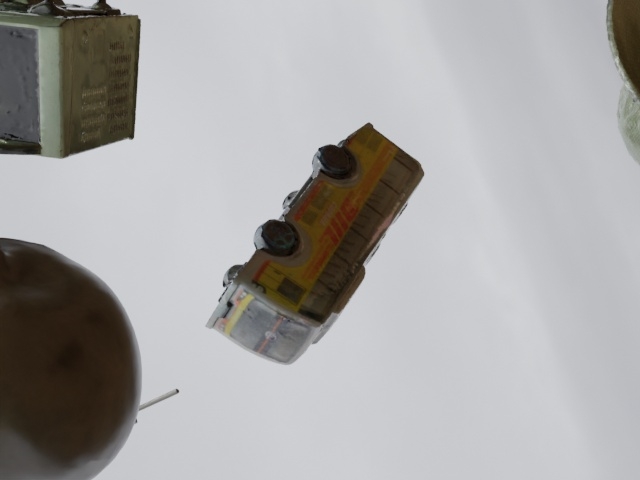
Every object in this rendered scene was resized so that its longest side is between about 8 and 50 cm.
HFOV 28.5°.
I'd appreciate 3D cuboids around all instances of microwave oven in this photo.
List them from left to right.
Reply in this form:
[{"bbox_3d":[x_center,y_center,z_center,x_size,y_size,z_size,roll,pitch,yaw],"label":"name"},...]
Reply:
[{"bbox_3d":[-0.533,-0.289,2.038,0.333,0.395,0.247,-40,-43,-71],"label":"microwave oven"}]

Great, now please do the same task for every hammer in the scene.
[{"bbox_3d":[-0.245,0.234,1.813,0.019,0.110,0.035,5,-117,-54],"label":"hammer"}]

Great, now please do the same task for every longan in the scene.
[{"bbox_3d":[-0.332,0.141,1.348,0.297,0.297,0.297,46,-152,-34],"label":"longan"}]

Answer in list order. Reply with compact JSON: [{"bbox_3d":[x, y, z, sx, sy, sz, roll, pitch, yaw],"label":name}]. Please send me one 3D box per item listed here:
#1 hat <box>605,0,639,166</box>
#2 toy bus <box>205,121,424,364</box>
[{"bbox_3d":[0.326,-0.114,1.049,0.257,0.130,0.257,8,-121,-14],"label":"hat"},{"bbox_3d":[0.000,0.000,1.147,0.106,0.092,0.268,35,-134,1],"label":"toy bus"}]
